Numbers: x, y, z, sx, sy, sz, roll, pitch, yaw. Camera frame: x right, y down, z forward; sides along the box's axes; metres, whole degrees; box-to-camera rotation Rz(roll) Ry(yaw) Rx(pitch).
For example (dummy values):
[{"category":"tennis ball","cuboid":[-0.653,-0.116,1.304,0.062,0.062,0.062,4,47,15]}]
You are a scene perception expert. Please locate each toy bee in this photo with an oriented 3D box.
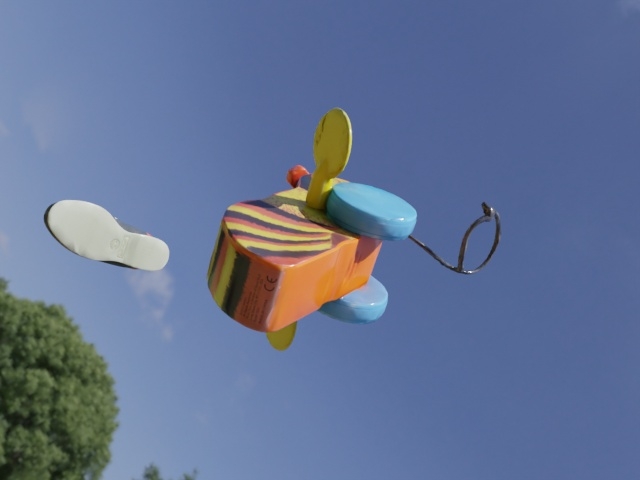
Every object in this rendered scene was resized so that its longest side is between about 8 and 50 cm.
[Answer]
[{"category":"toy bee","cuboid":[0.000,0.000,0.682,0.162,0.298,0.195,31,-86,33]}]

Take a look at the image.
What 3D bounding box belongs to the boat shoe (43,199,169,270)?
[{"category":"boat shoe","cuboid":[-0.205,-0.005,0.775,0.043,0.137,0.049,19,-95,42]}]
